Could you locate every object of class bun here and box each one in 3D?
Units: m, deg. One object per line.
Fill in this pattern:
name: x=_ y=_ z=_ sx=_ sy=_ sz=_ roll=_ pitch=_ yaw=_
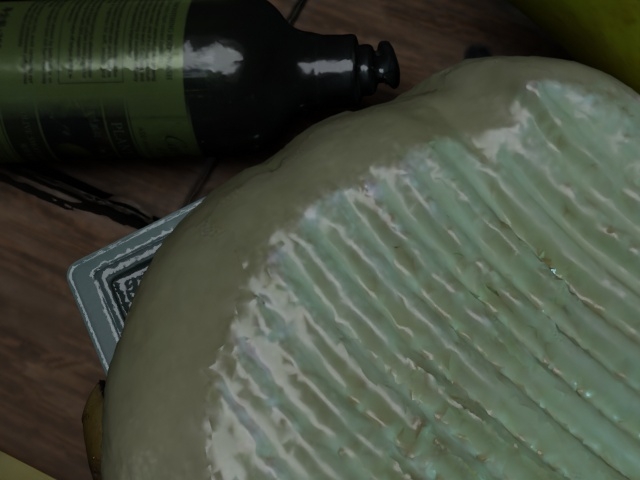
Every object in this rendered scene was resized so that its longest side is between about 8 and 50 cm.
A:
bun: x=0.070 y=0.107 z=0.587 sx=0.365 sy=0.219 sz=0.365 roll=1 pitch=78 yaw=-6

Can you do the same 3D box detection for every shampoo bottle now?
shampoo bottle: x=-0.092 y=-0.100 z=0.748 sx=0.283 sy=0.101 sz=0.101 roll=-1 pitch=70 yaw=8

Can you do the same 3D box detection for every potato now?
potato: x=-0.121 y=0.126 z=0.707 sx=0.036 sy=0.037 sz=0.093 roll=-35 pitch=70 yaw=0

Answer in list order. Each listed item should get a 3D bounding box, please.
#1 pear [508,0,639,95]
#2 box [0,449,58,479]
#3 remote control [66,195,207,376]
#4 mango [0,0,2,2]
pear: x=0.265 y=-0.202 z=0.593 sx=0.418 sy=0.362 sz=0.362 roll=9 pitch=72 yaw=10
box: x=-0.185 y=0.164 z=0.711 sx=0.149 sy=0.020 sz=0.073 roll=24 pitch=75 yaw=16
remote control: x=0.000 y=0.000 z=0.725 sx=0.293 sy=0.051 sz=0.103 roll=-25 pitch=74 yaw=0
mango: x=-0.250 y=-0.258 z=0.813 sx=0.166 sy=0.136 sz=0.236 roll=-1 pitch=83 yaw=-4
